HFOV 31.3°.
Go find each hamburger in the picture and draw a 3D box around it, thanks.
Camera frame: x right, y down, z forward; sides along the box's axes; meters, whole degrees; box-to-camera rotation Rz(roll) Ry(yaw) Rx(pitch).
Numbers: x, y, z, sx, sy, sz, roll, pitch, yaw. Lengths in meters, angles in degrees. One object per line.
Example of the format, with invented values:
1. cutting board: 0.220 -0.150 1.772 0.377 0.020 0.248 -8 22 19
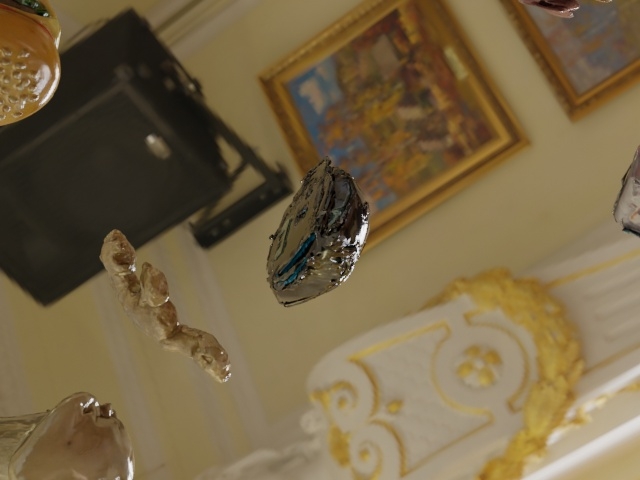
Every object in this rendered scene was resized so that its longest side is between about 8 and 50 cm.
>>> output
1. hamburger: -0.336 -0.189 1.138 0.162 0.162 0.115 38 -152 -44

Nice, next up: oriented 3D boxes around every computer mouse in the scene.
1. computer mouse: 0.000 0.000 1.287 0.077 0.241 0.147 22 -118 -15

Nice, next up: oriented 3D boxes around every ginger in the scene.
1. ginger: -0.206 0.082 1.438 0.258 0.065 0.149 40 160 34

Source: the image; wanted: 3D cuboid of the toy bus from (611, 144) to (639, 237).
1. toy bus: 0.460 -0.013 1.147 0.317 0.138 0.112 29 147 20

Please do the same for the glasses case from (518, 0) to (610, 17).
1. glasses case: 0.166 -0.243 1.003 0.193 0.070 0.102 37 177 37

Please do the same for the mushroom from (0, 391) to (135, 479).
1. mushroom: -0.319 0.202 0.756 0.126 0.397 0.177 66 155 11
